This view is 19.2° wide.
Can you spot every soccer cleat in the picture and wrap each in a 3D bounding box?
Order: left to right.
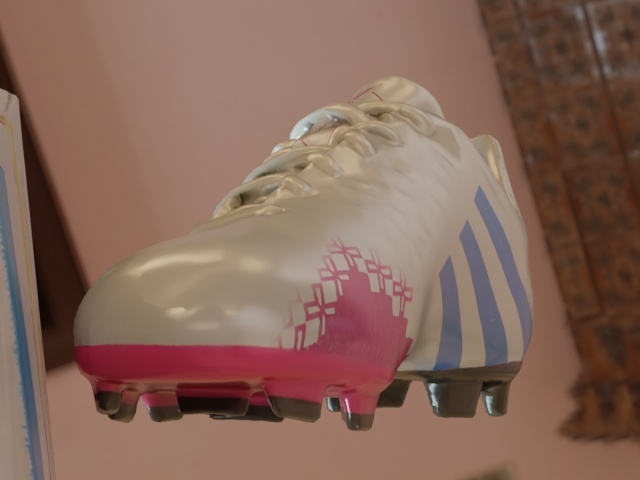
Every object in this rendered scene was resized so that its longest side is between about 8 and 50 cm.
[{"bbox_3d":[0.000,0.000,0.742,0.116,0.143,0.331,0,177,21],"label":"soccer cleat"}]

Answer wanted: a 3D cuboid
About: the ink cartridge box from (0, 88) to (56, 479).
[{"bbox_3d":[-0.177,0.068,0.547,0.198,0.197,0.270,-6,-170,-7],"label":"ink cartridge box"}]
